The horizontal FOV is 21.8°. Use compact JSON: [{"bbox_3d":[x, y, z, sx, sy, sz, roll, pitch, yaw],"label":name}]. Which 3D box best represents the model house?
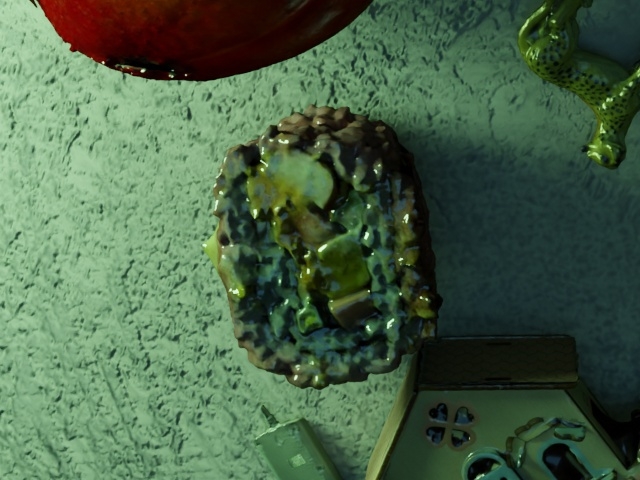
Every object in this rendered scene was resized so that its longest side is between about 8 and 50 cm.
[{"bbox_3d":[0.182,0.211,1.697,0.326,0.169,0.244,-34,100,19],"label":"model house"}]

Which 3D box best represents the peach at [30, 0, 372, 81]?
[{"bbox_3d":[-0.090,-0.302,1.446,0.370,0.370,0.370,3,111,7],"label":"peach"}]

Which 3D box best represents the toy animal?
[{"bbox_3d":[0.249,-0.168,1.597,0.181,0.073,0.136,32,119,-8],"label":"toy animal"}]

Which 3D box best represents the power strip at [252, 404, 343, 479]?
[{"bbox_3d":[-0.002,0.280,1.822,0.060,0.027,0.253,-26,105,17],"label":"power strip"}]

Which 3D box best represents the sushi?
[{"bbox_3d":[0.000,0.000,1.642,0.236,0.171,0.270,-9,107,12],"label":"sushi"}]
